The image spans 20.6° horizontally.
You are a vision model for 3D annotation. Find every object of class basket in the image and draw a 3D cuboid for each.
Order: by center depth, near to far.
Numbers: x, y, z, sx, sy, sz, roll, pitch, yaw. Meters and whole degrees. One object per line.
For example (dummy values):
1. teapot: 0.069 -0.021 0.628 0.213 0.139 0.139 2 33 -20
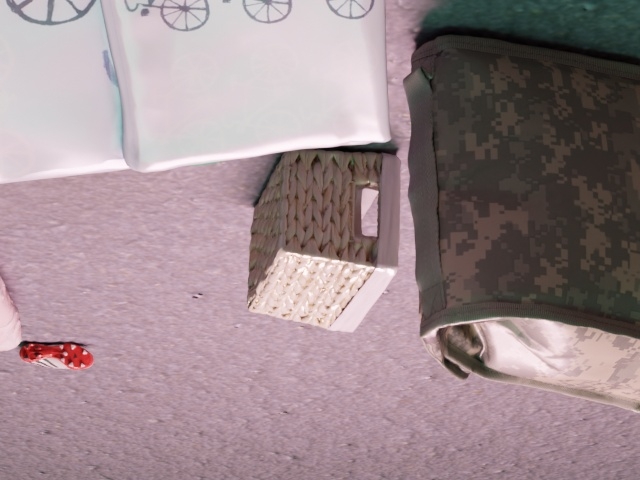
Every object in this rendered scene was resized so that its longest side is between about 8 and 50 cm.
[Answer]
1. basket: 0.000 0.000 1.535 0.103 0.113 0.167 7 157 -11

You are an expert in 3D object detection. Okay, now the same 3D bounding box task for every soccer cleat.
1. soccer cleat: -0.294 0.130 1.972 0.083 0.029 0.035 5 166 -3

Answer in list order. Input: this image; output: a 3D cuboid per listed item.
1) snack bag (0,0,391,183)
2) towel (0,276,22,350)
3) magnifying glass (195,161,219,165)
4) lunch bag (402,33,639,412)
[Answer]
1. snack bag: -0.130 -0.155 1.066 0.343 0.037 0.323 -7 137 -3
2. towel: -0.464 0.030 1.692 0.317 0.053 0.332 1 157 0
3. magnifying glass: -0.176 -0.094 1.427 0.231 0.026 0.092 4 158 -13
4. lunch bag: 0.180 -0.012 1.338 0.287 0.235 0.169 14 154 -29
